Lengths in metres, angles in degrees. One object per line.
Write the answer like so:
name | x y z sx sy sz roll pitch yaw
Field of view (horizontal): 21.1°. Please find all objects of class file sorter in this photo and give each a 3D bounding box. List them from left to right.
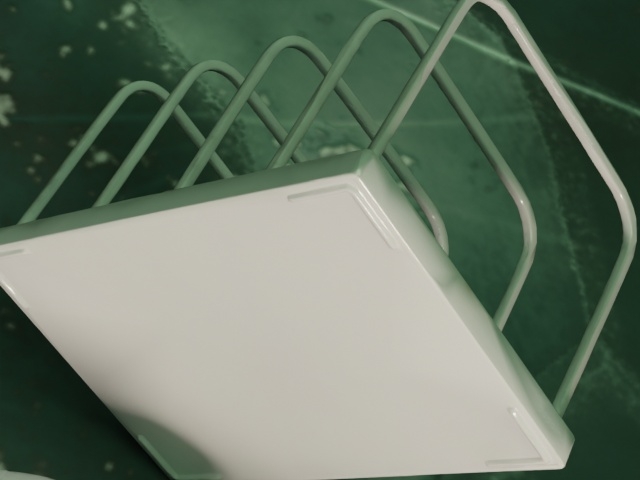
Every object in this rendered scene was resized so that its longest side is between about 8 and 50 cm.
file sorter | 0.000 0.000 0.915 0.193 0.277 0.173 53 49 -27

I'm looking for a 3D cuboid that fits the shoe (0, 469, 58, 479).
shoe | -0.135 0.172 0.912 0.178 0.063 0.081 9 21 -20
